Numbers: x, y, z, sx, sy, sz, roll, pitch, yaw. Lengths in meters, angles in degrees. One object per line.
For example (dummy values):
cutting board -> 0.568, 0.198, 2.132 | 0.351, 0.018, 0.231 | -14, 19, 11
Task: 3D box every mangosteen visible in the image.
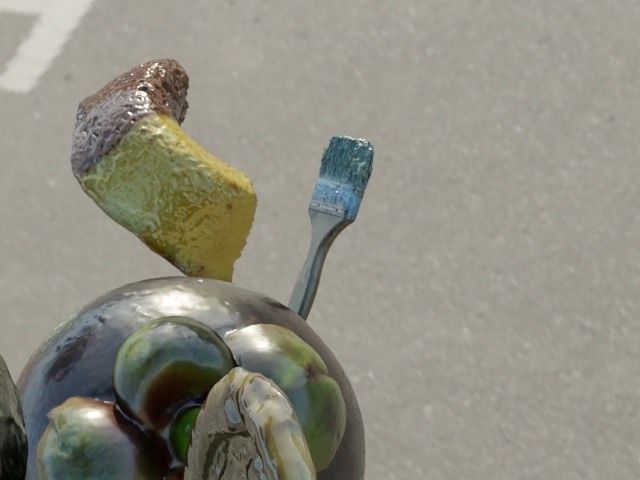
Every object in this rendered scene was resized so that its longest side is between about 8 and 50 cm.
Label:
mangosteen -> -0.097, 0.176, 1.410 | 0.300, 0.300, 0.300 | -17, 46, 18

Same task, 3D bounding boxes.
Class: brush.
brush -> 0.000, 0.000, 1.606 | 0.070, 0.021, 0.196 | 15, 85, 53

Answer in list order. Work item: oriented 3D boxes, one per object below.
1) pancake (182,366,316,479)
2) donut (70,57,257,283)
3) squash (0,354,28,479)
pancake -> -0.045, 0.201, 1.002 | 0.031, 0.250, 0.250 | 3, 40, -20
donut -> -0.175, -0.097, 1.838 | 0.112, 0.151, 0.295 | -49, 52, 20
squash -> -0.237, 0.099, 0.879 | 0.193, 0.156, 0.193 | -17, 55, 26
